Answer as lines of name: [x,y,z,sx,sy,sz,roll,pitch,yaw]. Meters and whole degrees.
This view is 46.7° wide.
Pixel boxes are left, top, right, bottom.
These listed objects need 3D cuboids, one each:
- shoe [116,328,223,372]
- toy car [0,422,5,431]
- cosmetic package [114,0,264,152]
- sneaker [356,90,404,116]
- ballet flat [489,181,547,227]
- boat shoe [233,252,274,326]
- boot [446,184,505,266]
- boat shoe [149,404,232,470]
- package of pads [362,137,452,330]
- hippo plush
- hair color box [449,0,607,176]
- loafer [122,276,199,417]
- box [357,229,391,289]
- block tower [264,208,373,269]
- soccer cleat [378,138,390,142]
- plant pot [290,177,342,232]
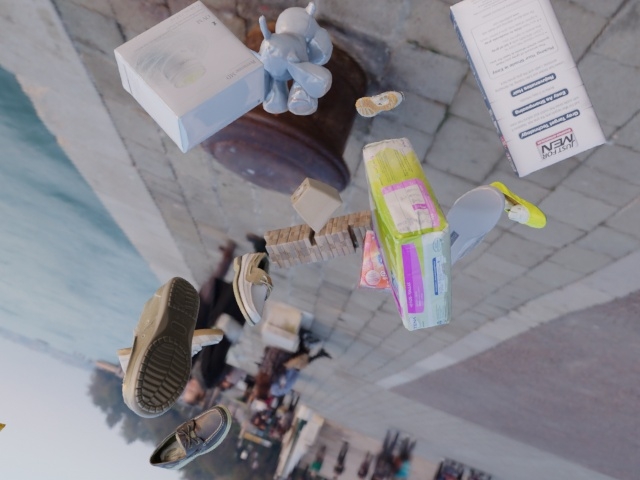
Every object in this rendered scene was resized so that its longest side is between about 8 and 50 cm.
shoe: [-0.303,0.226,1.515,0.219,0.058,0.076,-13,171,-1]
toy car: [-0.654,0.370,1.374,0.122,0.060,0.040,10,141,-29]
cosmetic package: [-0.274,-0.350,1.578,0.224,0.224,0.138,47,160,15]
sneaker: [0.093,-0.211,1.139,0.083,0.037,0.032,1,113,44]
ballet flat: [0.606,-0.106,2.341,0.231,0.077,0.077,46,139,35]
boat shoe: [-0.199,0.133,2.256,0.103,0.302,0.113,-22,128,6]
boot: [0.319,-0.041,1.579,0.095,0.123,0.258,46,134,9]
boat shoe: [-0.197,0.303,1.120,0.056,0.152,0.049,55,-160,23]
package of pads: [0.153,-0.023,1.337,0.101,0.296,0.229,-12,130,-1]
hippo plush: [-0.094,-0.494,1.960,0.234,0.236,0.294,-25,127,40]
hair color box: [0.390,-0.312,1.409,0.174,0.347,0.105,-22,-178,11]
loafer: [-0.280,0.189,1.284,0.092,0.268,0.102,-28,125,35]
box: [0.181,0.064,1.941,0.154,0.142,0.300,7,175,3]
block tower: [0.000,0.000,2.192,0.335,0.097,0.091,-11,122,16]
soccer cleat: [0.171,-0.165,1.749,0.060,0.179,0.072,-15,135,10]
plant pot: [-0.018,-0.104,1.974,0.096,0.109,0.109,34,-165,-20]
